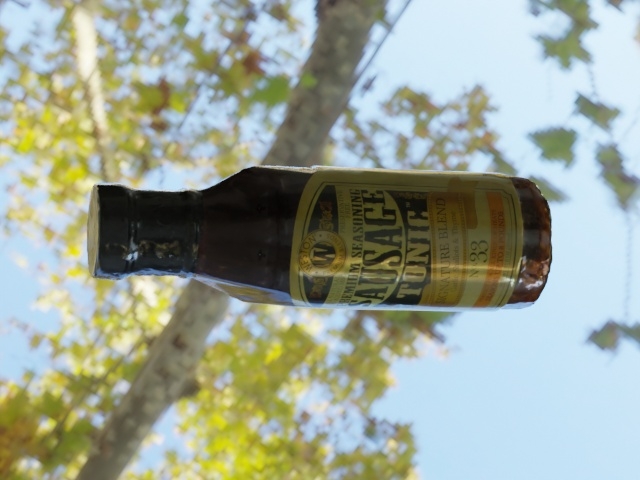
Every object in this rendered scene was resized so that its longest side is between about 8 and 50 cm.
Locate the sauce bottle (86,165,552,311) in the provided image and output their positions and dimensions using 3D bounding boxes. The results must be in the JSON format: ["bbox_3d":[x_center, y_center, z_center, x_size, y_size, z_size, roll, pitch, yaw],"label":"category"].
[{"bbox_3d":[0.000,0.000,0.419,0.128,0.042,0.042,-1,-143,-15],"label":"sauce bottle"}]
